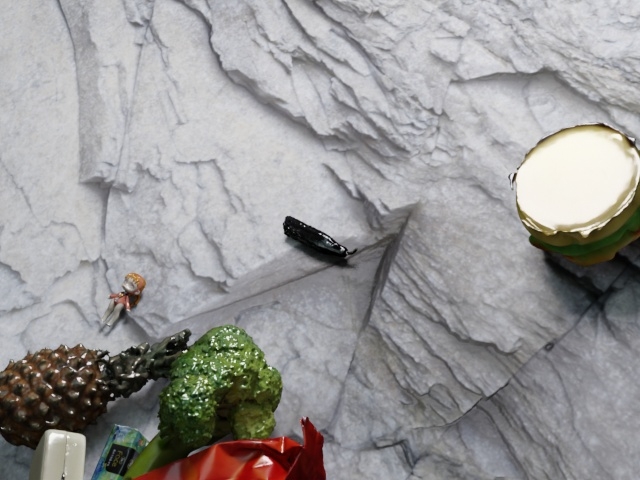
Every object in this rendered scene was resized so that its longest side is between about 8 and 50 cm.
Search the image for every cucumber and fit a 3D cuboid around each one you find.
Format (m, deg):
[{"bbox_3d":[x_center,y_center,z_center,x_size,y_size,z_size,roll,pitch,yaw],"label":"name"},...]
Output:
[{"bbox_3d":[0.000,0.000,2.100,0.163,0.043,0.039,28,28,31],"label":"cucumber"}]

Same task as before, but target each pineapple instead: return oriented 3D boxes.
[{"bbox_3d":[-0.386,0.236,2.013,0.361,0.175,0.175,-22,51,-4],"label":"pineapple"}]

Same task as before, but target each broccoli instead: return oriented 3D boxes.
[{"bbox_3d":[-0.170,0.280,1.826,0.186,0.254,0.302,27,61,6],"label":"broccoli"}]

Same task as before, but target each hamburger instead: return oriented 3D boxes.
[{"bbox_3d":[0.437,-0.065,1.904,0.237,0.149,0.237,-16,53,22],"label":"hamburger"}]

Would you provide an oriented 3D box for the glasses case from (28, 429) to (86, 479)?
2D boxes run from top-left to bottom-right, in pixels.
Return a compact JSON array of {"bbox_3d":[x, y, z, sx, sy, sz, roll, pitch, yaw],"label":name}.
[{"bbox_3d":[-0.432,0.468,1.875,0.070,0.131,0.313,12,51,-20],"label":"glasses case"}]

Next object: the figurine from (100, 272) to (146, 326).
[{"bbox_3d":[-0.364,0.109,2.159,0.064,0.047,0.109,30,80,27],"label":"figurine"}]

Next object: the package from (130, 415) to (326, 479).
[{"bbox_3d":[-0.179,0.412,1.779,0.423,0.196,0.123,-23,58,3],"label":"package"}]

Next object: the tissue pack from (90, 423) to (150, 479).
[{"bbox_3d":[-0.314,0.375,1.928,0.079,0.085,0.111,7,59,24],"label":"tissue pack"}]
